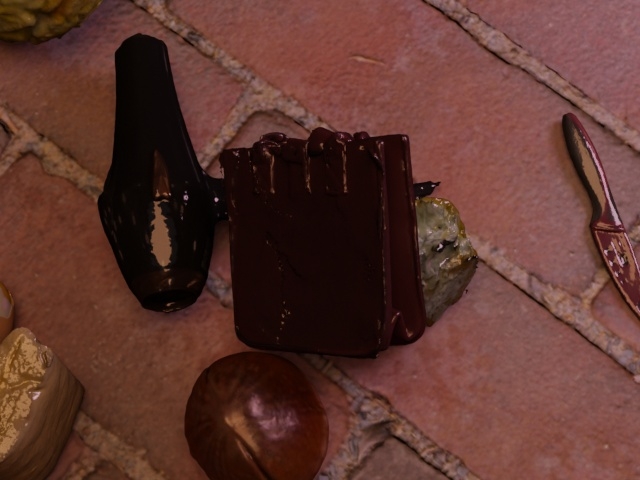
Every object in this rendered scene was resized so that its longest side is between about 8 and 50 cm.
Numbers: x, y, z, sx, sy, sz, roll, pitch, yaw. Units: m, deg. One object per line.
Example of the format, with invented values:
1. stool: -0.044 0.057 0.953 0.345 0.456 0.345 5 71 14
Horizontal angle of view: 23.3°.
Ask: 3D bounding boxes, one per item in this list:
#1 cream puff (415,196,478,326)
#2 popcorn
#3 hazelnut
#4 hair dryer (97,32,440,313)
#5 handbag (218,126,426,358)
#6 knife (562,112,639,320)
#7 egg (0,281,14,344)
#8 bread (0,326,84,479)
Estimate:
1. cream puff: 0.078 0.016 1.565 0.156 0.121 0.156 12 56 -19
2. popcorn: -0.324 -0.304 1.655 0.212 0.198 0.198 24 73 -9
3. hazelnut: -0.060 0.179 1.503 0.150 0.150 0.150 -1 72 2
4. hair dryer: -0.054 -0.077 1.631 0.359 0.120 0.304 -2 62 -9
5. handbag: 0.002 0.000 1.478 0.203 0.074 0.216 -2 94 41
6. knife: 0.297 -0.023 1.624 0.035 0.018 0.247 -15 73 -6
7. egg: -0.347 0.076 1.588 0.071 0.071 0.083 -22 75 -5
8. bread: -0.283 0.170 1.498 0.060 0.178 0.139 17 75 7
